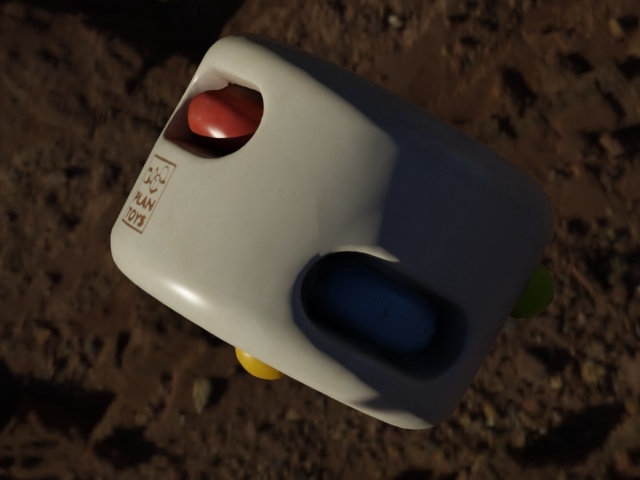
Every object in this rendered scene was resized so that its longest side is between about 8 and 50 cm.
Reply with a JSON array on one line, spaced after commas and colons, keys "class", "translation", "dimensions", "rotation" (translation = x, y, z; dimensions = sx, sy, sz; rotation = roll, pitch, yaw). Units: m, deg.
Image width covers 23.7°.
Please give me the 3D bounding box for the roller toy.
[{"class": "roller toy", "translation": [0.000, 0.000, 0.747], "dimensions": [0.209, 0.191, 0.146], "rotation": [29, 90, 17]}]
